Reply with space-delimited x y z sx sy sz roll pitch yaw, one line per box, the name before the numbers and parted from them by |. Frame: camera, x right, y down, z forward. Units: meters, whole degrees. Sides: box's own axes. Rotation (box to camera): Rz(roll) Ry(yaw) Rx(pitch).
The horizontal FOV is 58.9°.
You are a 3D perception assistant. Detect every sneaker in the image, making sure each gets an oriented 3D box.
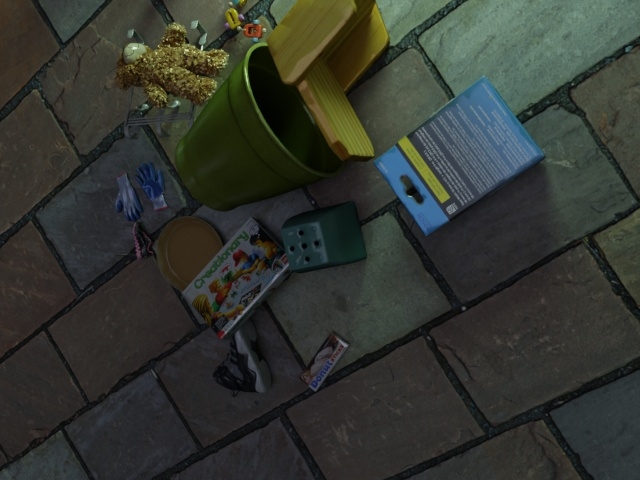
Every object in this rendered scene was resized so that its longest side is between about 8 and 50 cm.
sneaker | -0.553 -0.002 1.775 0.057 0.047 0.119 -9 95 -2
sneaker | -0.258 0.339 1.679 0.153 0.101 0.268 -20 93 18

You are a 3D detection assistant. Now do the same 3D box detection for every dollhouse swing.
dollhouse swing | 0.092 -0.400 1.331 0.315 0.347 0.305 -45 81 18

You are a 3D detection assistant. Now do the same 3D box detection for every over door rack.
over door rack | -0.440 -0.454 1.648 0.240 0.108 0.324 -1 83 18

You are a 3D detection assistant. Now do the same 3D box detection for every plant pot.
plant pot | -0.178 -0.252 1.473 0.353 0.366 0.366 -27 88 32
plant pot | 0.000 0.000 1.477 0.166 0.234 0.165 -12 93 19
plant pot | -0.390 0.043 1.725 0.236 0.032 0.236 2 97 19

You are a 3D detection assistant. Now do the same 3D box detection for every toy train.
toy train | -0.201 -0.632 1.566 0.125 0.046 0.166 5 102 17

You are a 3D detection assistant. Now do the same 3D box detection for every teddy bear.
teddy bear | -0.410 -0.467 1.525 0.338 0.113 0.245 33 92 19

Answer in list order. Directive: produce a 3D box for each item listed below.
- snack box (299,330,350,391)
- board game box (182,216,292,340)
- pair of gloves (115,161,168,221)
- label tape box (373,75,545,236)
snack box | 0.010 0.348 1.631 0.064 0.022 0.178 36 106 10
board game box | -0.230 0.108 1.611 0.305 0.053 0.193 -48 67 5
pair of gloves | -0.567 -0.148 1.765 0.198 0.023 0.159 -18 91 20
label tape box | 0.339 -0.201 1.401 0.334 0.106 0.240 -36 84 21
